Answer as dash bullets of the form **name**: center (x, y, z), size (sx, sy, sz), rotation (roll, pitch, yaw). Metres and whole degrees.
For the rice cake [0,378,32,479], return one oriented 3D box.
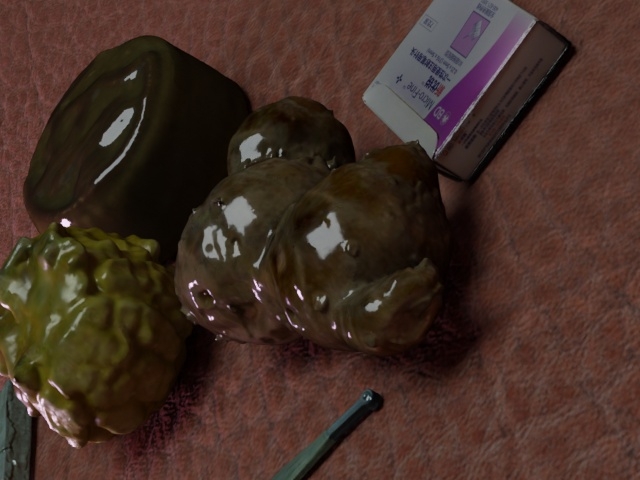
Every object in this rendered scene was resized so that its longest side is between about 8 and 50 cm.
- **rice cake**: center (-0.362, 0.260, 1.850), size (0.045, 0.042, 0.245), rotation (-53, 29, 32)

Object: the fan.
- **fan**: center (-0.012, 0.202, 1.434), size (0.193, 0.016, 0.038), rotation (-46, 35, 21)

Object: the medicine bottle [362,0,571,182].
- **medicine bottle**: center (0.136, -0.160, 1.523), size (0.171, 0.052, 0.201), rotation (-52, 29, 9)

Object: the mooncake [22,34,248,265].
- **mooncake**: center (-0.228, -0.106, 1.893), size (0.284, 0.155, 0.284), rotation (-33, 39, 32)

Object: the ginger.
- **ginger**: center (0.000, 0.000, 1.453), size (0.256, 0.176, 0.375), rotation (-54, 31, -7)

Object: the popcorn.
- **popcorn**: center (-0.256, 0.092, 1.681), size (0.249, 0.225, 0.249), rotation (-29, 45, 34)
